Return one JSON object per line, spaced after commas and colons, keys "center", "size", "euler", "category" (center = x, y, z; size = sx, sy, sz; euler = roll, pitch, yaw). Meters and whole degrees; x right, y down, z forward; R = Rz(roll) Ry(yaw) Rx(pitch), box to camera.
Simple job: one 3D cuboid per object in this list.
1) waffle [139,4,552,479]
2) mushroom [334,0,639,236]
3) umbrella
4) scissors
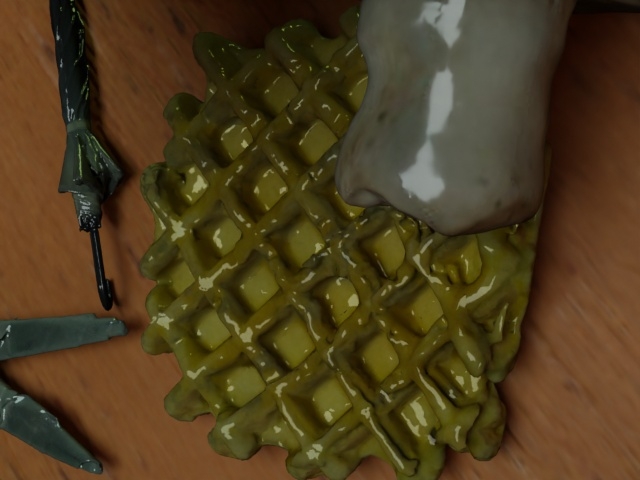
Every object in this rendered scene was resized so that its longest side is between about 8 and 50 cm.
{"center": [0.001, 0.000, 0.607], "size": [0.250, 0.056, 0.261], "euler": [9, 94, 30], "category": "waffle"}
{"center": [0.072, -0.117, 0.469], "size": [0.244, 0.243, 0.243], "euler": [-2, 87, 29], "category": "mushroom"}
{"center": [-0.154, -0.088, 0.707], "size": [0.044, 0.044, 0.269], "euler": [-11, 82, -2], "category": "umbrella"}
{"center": [-0.287, 0.072, 0.778], "size": [0.384, 0.029, 0.255], "euler": [6, 90, 31], "category": "scissors"}
